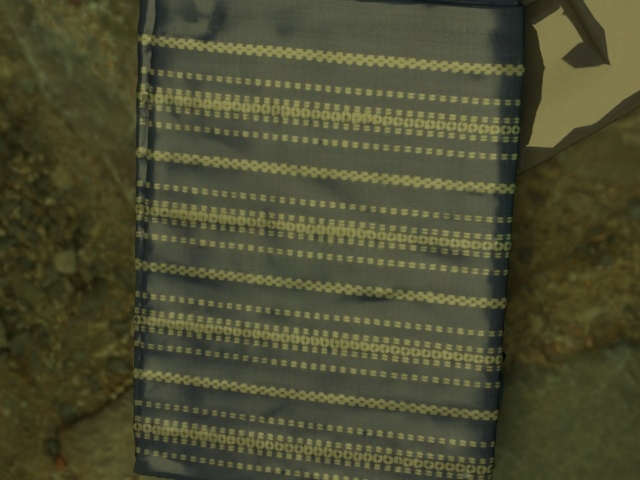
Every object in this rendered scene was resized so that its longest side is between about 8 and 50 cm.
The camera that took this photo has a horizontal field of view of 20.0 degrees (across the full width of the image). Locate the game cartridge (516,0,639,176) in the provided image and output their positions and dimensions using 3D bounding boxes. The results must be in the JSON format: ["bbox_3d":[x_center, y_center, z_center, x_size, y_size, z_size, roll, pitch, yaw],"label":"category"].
[{"bbox_3d":[0.111,-0.164,1.135,0.355,0.068,0.230,-30,99,19],"label":"game cartridge"}]

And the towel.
[{"bbox_3d":[0.000,0.000,1.148,0.243,0.040,0.336,5,102,10],"label":"towel"}]

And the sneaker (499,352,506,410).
[{"bbox_3d":[0.017,0.089,1.211,0.209,0.069,0.082,15,106,9],"label":"sneaker"}]
